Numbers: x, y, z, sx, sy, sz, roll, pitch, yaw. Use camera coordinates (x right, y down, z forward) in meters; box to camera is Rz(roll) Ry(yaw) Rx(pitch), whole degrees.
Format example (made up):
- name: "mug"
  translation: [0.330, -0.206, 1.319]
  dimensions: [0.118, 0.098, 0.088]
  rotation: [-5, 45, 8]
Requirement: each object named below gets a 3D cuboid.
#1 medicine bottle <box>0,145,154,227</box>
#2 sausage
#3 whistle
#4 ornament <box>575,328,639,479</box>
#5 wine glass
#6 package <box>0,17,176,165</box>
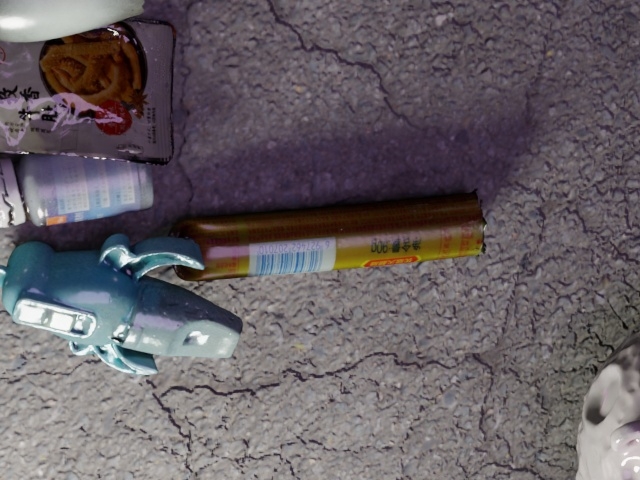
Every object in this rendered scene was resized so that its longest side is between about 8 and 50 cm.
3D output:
- name: "medicine bottle"
  translation: [-0.275, -0.057, 1.655]
  dimensions: [0.203, 0.083, 0.083]
  rotation: [-8, 111, -14]
- name: "sausage"
  translation: [0.000, 0.000, 1.764]
  dimensions: [0.371, 0.082, 0.082]
  rotation: [-5, 111, -14]
- name: "whistle"
  translation: [-0.216, 0.068, 1.700]
  dimensions: [0.274, 0.093, 0.186]
  rotation: [16, 129, -14]
- name: "ornament"
  translation: [0.457, 0.243, 1.863]
  dimensions: [0.337, 0.337, 0.337]
  rotation: [-6, 111, -15]
- name: "wine glass"
  translation: [-0.273, -0.249, 1.569]
  dimensions: [0.204, 0.111, 0.111]
  rotation: [-9, 112, -12]
- name: "package"
  translation: [-0.263, -0.154, 1.627]
  dimensions: [0.239, 0.030, 0.154]
  rotation: [2, 80, -13]
